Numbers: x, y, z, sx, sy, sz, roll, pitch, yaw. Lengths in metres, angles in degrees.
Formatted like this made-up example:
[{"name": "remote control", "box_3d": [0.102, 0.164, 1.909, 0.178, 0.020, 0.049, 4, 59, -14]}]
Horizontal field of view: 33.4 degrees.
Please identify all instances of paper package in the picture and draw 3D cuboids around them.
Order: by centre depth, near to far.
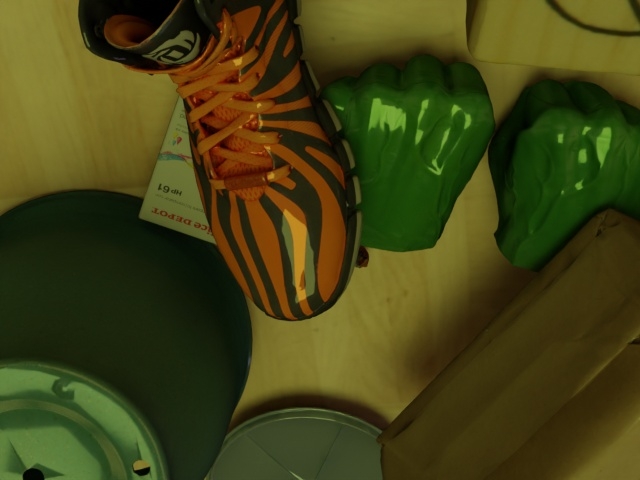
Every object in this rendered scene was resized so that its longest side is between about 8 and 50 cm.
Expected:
[{"name": "paper package", "box_3d": [0.265, 0.166, 0.842, 0.325, 0.168, 0.309, 22, 123, -29]}]

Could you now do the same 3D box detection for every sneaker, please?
[{"name": "sneaker", "box_3d": [-0.071, -0.091, 0.683, 0.125, 0.180, 0.321, -12, 95, 22]}]

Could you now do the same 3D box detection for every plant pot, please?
[{"name": "plant pot", "box_3d": [-0.190, 0.123, 0.806, 0.272, 0.255, 0.271, -1, 107, -2]}]

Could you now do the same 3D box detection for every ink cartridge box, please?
[{"name": "ink cartridge box", "box_3d": [-0.082, -0.062, 0.839, 0.089, 0.052, 0.122, 19, 123, -8]}]

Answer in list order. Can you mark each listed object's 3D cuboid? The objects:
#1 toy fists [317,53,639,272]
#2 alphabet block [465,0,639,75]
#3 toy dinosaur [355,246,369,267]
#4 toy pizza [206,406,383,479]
[{"name": "toy fists", "box_3d": [0.128, -0.064, 0.801, 0.279, 0.096, 0.142, 9, 132, -4]}, {"name": "alphabet block", "box_3d": [0.188, -0.228, 0.601, 0.193, 0.193, 0.197, 6, 146, 2]}, {"name": "toy dinosaur", "box_3d": [0.000, 0.000, 0.881, 0.082, 0.047, 0.090, -7, 112, -13]}, {"name": "toy pizza", "box_3d": [-0.009, 0.232, 1.030, 0.201, 0.032, 0.201, 1, 123, 2]}]
